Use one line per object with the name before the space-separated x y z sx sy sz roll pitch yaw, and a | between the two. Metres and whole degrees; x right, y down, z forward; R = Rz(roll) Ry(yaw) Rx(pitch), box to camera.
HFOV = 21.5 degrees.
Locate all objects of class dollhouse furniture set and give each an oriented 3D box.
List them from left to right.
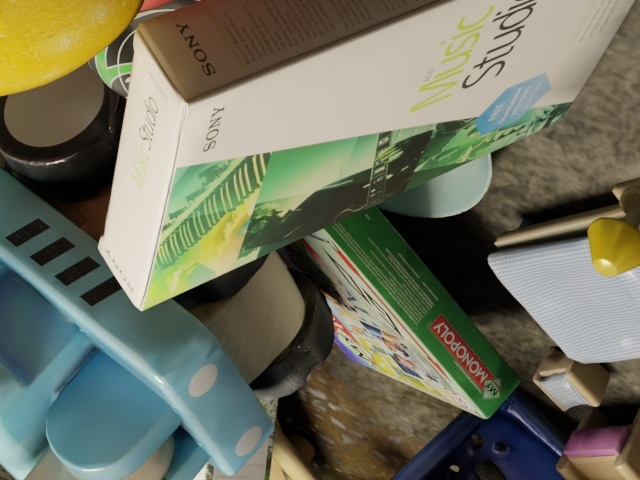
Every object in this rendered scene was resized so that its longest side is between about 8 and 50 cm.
dollhouse furniture set | 0.199 0.121 1.217 0.303 0.198 0.286 46 147 -22

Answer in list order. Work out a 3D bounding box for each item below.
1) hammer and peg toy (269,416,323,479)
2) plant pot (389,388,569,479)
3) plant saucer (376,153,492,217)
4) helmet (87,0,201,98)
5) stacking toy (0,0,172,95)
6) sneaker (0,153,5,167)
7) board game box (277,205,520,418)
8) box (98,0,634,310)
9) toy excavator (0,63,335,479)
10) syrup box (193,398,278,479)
hammer and peg toy | -0.099 0.178 1.652 0.361 0.127 0.266 14 144 29
plant pot | 0.130 0.300 1.430 0.236 0.236 0.212 45 135 8
plant saucer | 0.041 -0.095 1.204 0.195 0.037 0.195 24 149 16
helmet | -0.088 -0.162 1.105 0.161 0.169 0.169 1 139 27
stacking toy | -0.158 -0.189 0.804 0.350 0.480 0.351 23 149 15
sneaker | -0.309 -0.192 1.202 0.158 0.182 0.410 21 139 24
board game box | 0.000 0.000 1.312 0.317 0.046 0.213 49 164 -27
box | 0.035 -0.090 0.954 0.058 0.322 0.232 59 157 19
toy excavator | -0.174 0.150 1.204 0.433 0.445 0.222 36 166 30
syrup box | -0.098 0.119 1.444 0.096 0.237 0.093 3 176 35
